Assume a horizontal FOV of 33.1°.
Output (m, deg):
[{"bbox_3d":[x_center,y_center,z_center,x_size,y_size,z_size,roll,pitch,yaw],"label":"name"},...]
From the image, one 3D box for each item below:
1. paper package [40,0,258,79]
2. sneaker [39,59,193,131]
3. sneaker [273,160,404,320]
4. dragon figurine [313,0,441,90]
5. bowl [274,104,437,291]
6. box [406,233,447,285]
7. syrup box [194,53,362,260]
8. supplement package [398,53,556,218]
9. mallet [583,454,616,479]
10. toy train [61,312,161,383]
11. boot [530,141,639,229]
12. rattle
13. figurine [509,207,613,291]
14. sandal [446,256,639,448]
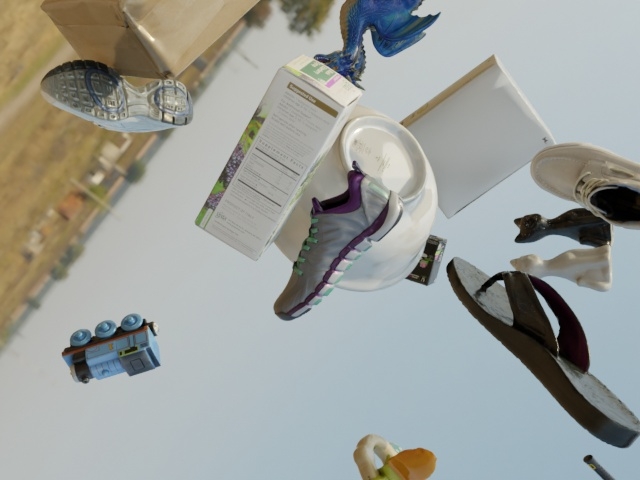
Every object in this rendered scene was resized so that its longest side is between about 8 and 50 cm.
[{"bbox_3d":[-0.275,-0.443,1.892,0.309,0.168,0.325,14,-126,49],"label":"paper package"},{"bbox_3d":[-0.370,-0.236,1.916,0.129,0.297,0.111,-20,-111,42],"label":"sneaker"},{"bbox_3d":[0.000,0.000,1.380,0.223,0.098,0.083,-46,-164,10],"label":"sneaker"},{"bbox_3d":[0.102,-0.298,1.434,0.289,0.144,0.085,-24,174,-13],"label":"dragon figurine"},{"bbox_3d":[0.060,-0.087,1.542,0.134,0.298,0.298,-42,-166,50],"label":"bowl"},{"bbox_3d":[0.184,0.032,1.913,0.062,0.052,0.083,-9,116,-69],"label":"box"},{"bbox_3d":[-0.052,-0.102,1.325,0.237,0.096,0.093,-59,178,25],"label":"syrup box"},{"bbox_3d":[0.302,-0.210,2.165,0.262,0.204,0.145,-35,-170,14],"label":"supplement package"},{"bbox_3d":[0.483,0.396,1.682,0.062,0.189,0.039,-18,-148,46],"label":"mallet"},{"bbox_3d":[-0.381,0.202,1.967,0.184,0.080,0.105,-17,-137,0],"label":"toy train"},{"bbox_3d":[0.407,-0.080,1.566,0.123,0.258,0.095,-18,118,-53],"label":"boot"},{"bbox_3d":[0.147,0.355,1.790,0.143,0.130,0.200,-48,156,17],"label":"rattle"},{"bbox_3d":[0.499,0.018,2.244,0.210,0.092,0.215,-2,-139,18],"label":"figurine"},{"bbox_3d":[0.370,0.149,1.735,0.107,0.168,0.446,-56,-134,16],"label":"sandal"}]
